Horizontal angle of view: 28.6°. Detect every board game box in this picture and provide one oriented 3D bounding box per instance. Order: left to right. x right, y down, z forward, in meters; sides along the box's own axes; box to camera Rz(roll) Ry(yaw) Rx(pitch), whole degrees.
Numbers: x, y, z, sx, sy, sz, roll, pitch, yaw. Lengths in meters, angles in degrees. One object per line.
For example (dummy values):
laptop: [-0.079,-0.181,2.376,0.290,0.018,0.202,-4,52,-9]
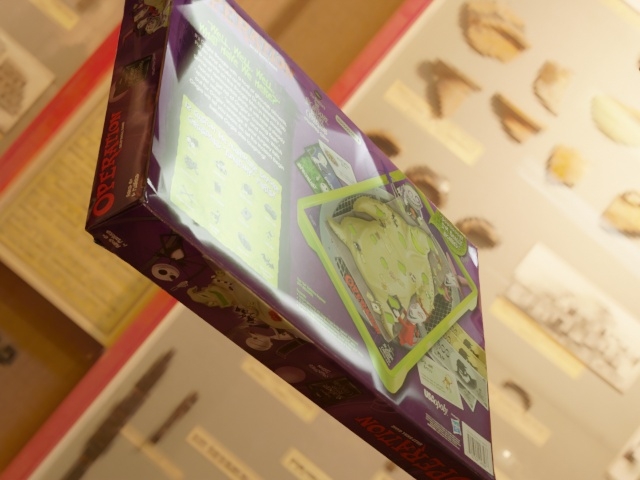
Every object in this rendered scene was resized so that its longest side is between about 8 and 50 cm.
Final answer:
board game box: [0.000,0.000,0.788,0.056,0.208,0.347,-21,-45,31]

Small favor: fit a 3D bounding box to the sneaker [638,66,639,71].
sneaker: [0.289,-0.129,1.007,0.083,0.035,0.031,4,61,-50]
